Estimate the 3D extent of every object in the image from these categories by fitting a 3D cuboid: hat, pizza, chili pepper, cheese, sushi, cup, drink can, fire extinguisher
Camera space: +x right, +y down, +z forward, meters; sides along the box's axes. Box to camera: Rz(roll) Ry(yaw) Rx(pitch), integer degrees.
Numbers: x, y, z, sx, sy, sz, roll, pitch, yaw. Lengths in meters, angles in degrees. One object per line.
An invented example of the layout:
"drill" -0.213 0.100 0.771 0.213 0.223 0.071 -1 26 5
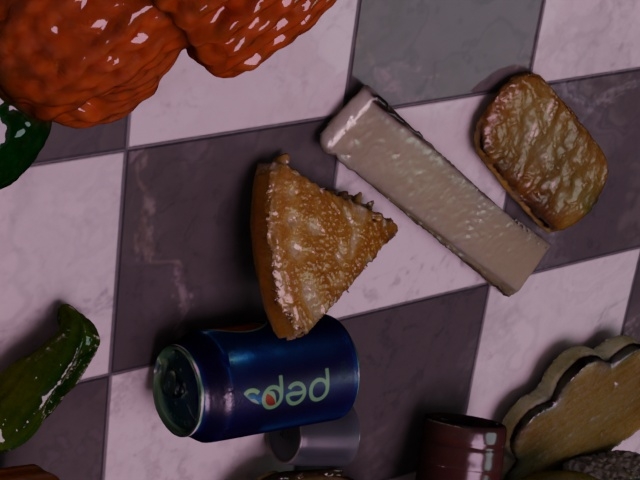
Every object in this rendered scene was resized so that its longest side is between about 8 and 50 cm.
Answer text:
"hat" -0.196 -0.206 1.283 0.400 0.285 0.285 -31 133 -1
"pizza" 0.000 0.000 1.671 0.199 0.062 0.188 -9 98 -44
"chili pepper" -0.287 0.153 1.543 0.204 0.073 0.072 -45 149 -4
"cheese" 0.133 -0.044 1.774 0.085 0.034 0.400 -50 135 5
"sushi" 0.362 0.319 2.076 0.150 0.090 0.078 -11 124 -32
"cup" -0.006 0.202 1.789 0.077 0.078 0.100 4 105 -35
"drink can" -0.064 0.142 1.674 0.205 0.118 0.118 -7 120 -37
"fire extinguisher" 0.142 0.380 1.944 0.102 0.138 0.344 7 93 -24

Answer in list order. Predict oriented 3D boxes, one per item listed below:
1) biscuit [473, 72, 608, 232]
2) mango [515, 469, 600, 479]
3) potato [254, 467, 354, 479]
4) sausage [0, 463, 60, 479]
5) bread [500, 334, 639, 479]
"biscuit" 0.251 -0.096 1.836 0.118 0.029 0.247 -54 135 -7
"mango" 0.234 0.382 2.012 0.289 0.146 0.129 -55 166 25
"potato" 0.010 0.401 1.812 0.242 0.242 0.285 -35 144 -16
"sausage" -0.374 0.336 1.472 0.287 0.233 0.233 -2 117 -36
"bread" 0.326 0.213 2.069 0.286 0.056 0.207 -28 134 -22
